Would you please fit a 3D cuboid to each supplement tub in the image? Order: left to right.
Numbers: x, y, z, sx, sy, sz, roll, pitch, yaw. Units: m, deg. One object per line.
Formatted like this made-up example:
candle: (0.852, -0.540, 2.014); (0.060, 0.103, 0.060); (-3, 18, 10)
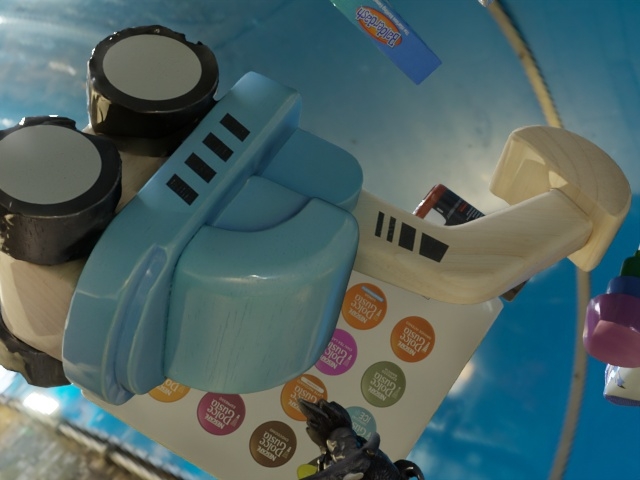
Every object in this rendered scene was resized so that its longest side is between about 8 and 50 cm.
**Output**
supplement tub: (0.228, 0.008, 1.629); (0.198, 0.106, 0.106); (36, -20, 7)

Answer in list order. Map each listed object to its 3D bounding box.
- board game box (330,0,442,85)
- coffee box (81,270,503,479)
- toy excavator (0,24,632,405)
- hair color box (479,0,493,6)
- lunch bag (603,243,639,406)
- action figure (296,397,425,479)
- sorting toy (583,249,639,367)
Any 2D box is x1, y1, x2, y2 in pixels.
board game box: (0.048, -0.303, 1.349); (0.210, 0.047, 0.160); (37, 16, -39)
coffee box: (-0.053, 0.104, 1.283); (0.338, 0.334, 0.338); (35, -4, -12)
toy excavator: (0.000, 0.000, 0.912); (0.445, 0.433, 0.222); (27, -42, 10)
hair color box: (0.181, -0.449, 1.308); (0.185, 0.114, 0.374); (49, -1, 12)
lunch bag: (0.490, -0.010, 1.204); (0.239, 0.385, 0.328); (17, -25, 6)
action figure: (0.017, 0.200, 0.649); (0.164, 0.141, 0.275); (61, -4, -19)
sorting toy: (0.407, 0.114, 0.957); (0.366, 0.126, 0.127); (28, -32, -3)
